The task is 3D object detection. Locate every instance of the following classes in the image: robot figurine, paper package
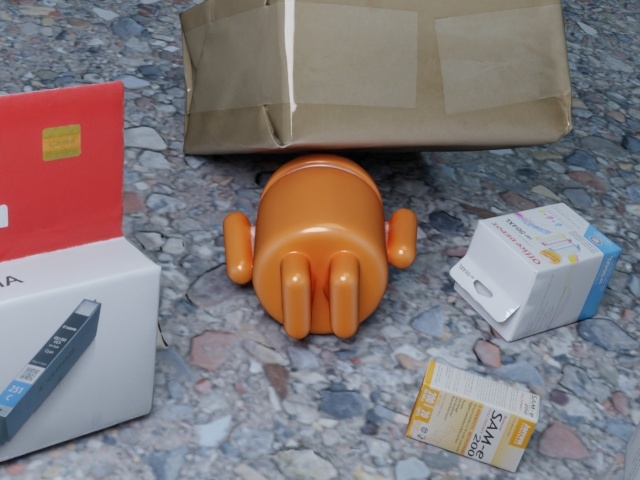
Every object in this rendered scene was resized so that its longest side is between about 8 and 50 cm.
[{"bbox_3d":[-0.002,0.000,1.012,0.128,0.158,0.219,45,24,-25],"label":"robot figurine"},{"bbox_3d":[0.044,-0.176,1.147,0.324,0.168,0.309,-4,3,-26],"label":"paper package"}]

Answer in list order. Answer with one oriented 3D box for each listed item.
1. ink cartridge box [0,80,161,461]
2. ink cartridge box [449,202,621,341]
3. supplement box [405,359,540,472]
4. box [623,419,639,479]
[{"bbox_3d":[-0.252,0.039,0.732,0.296,0.261,0.066,-14,33,-36],"label":"ink cartridge box"},{"bbox_3d":[0.212,0.031,1.081,0.143,0.090,0.092,-12,42,-35],"label":"ink cartridge box"},{"bbox_3d":[0.128,0.148,0.901,0.098,0.062,0.036,17,33,6],"label":"supplement box"},{"bbox_3d":[0.357,0.170,0.848,0.181,0.181,0.119,20,34,7],"label":"box"}]
